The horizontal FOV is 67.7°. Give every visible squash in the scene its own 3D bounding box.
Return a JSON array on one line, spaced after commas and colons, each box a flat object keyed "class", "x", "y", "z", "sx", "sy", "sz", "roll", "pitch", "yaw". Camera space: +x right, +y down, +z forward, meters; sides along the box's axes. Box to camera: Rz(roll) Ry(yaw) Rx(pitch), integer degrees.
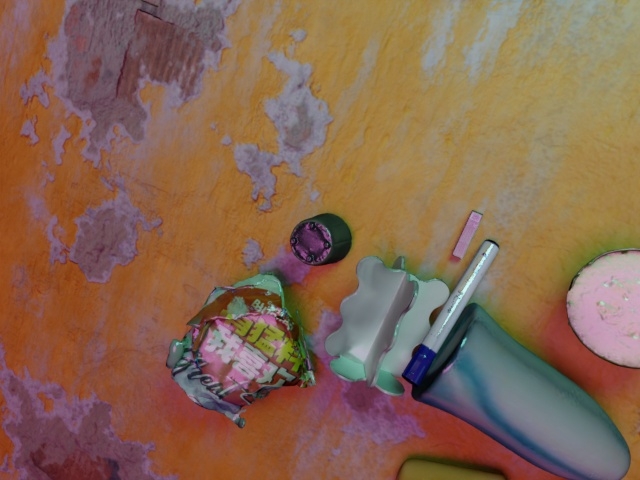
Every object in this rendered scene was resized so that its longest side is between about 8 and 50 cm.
[{"class": "squash", "x": 0.447, "y": 0.087, "z": 0.695, "sx": 0.170, "sy": 0.123, "sz": 0.170, "roll": 4, "pitch": 100, "yaw": 21}]

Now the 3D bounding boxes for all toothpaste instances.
[{"class": "toothpaste", "x": 0.250, "y": -0.010, "z": 0.812, "sx": 0.020, "sy": 0.017, "sz": 0.083, "roll": 24, "pitch": 106, "yaw": 13}]

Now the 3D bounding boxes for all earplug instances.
[{"class": "earplug", "x": 0.327, "y": 0.265, "z": 0.748, "sx": 0.324, "sy": 0.185, "sz": 0.185, "roll": 35, "pitch": 109, "yaw": 8}]

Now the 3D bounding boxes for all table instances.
[{"class": "table", "x": 0.111, "y": 0.134, "z": 0.812, "sx": 0.166, "sy": 0.166, "sz": 0.198, "roll": 26, "pitch": 106, "yaw": 16}]

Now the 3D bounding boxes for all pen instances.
[{"class": "pen", "x": 0.214, "y": 0.114, "z": 0.773, "sx": 0.033, "sy": 0.033, "sz": 0.269, "roll": 32, "pitch": 79, "yaw": 13}]

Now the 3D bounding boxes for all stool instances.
[{"class": "stool", "x": 0.000, "y": 0.000, "z": 0.859, "sx": 0.096, "sy": 0.110, "sz": 0.096, "roll": 2, "pitch": 95, "yaw": 22}]

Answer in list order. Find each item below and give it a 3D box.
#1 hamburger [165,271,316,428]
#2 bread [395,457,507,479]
[{"class": "hamburger", "x": -0.155, "y": 0.207, "z": 0.949, "sx": 0.276, "sy": 0.150, "sz": 0.260, "roll": -31, "pitch": 104, "yaw": 7}, {"class": "bread", "x": 0.237, "y": 0.479, "z": 0.853, "sx": 0.217, "sy": 0.098, "sz": 0.147, "roll": -3, "pitch": 94, "yaw": 20}]
